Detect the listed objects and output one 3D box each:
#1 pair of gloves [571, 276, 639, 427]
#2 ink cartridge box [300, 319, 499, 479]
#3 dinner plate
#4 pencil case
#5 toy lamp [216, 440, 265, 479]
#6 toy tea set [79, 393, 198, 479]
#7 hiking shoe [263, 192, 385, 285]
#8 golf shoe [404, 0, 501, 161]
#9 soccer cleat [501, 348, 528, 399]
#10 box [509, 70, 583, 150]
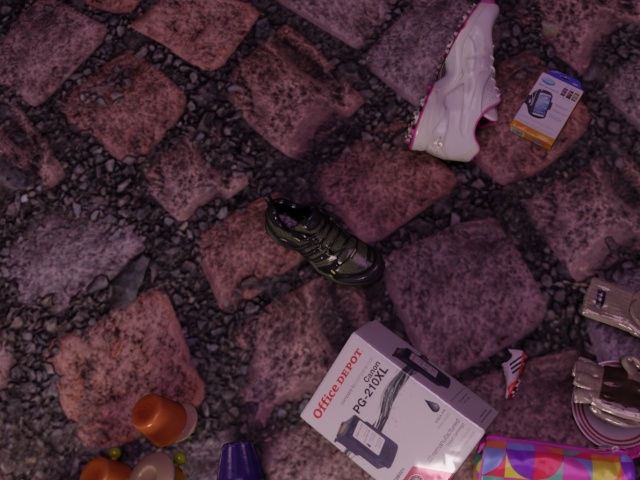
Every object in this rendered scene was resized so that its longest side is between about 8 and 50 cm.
[{"bbox_3d":[0.494,0.180,1.350,0.204,0.042,0.240,11,59,11],"label":"pair of gloves"},{"bbox_3d":[0.114,0.258,1.309,0.237,0.100,0.172,36,109,16],"label":"ink cartridge box"},{"bbox_3d":[0.458,0.255,1.355,0.141,0.017,0.141,-2,71,5],"label":"dinner plate"},{"bbox_3d":[0.344,0.339,1.294,0.236,0.104,0.105,3,71,6],"label":"pencil case"},{"bbox_3d":[-0.110,0.441,1.315,0.080,0.080,0.275,-11,71,2],"label":"toy lamp"},{"bbox_3d":[-0.284,0.404,1.349,0.200,0.124,0.336,29,77,45],"label":"toy tea set"},{"bbox_3d":[0.000,0.000,1.442,0.226,0.114,0.086,26,75,14],"label":"hiking shoe"},{"bbox_3d":[0.260,-0.272,1.527,0.140,0.115,0.306,25,81,3],"label":"golf shoe"},{"bbox_3d":[0.299,0.209,1.383,0.035,0.029,0.083,16,69,21],"label":"soccer cleat"},{"bbox_3d":[0.397,-0.231,1.531,0.081,0.028,0.136,30,74,15],"label":"box"}]
